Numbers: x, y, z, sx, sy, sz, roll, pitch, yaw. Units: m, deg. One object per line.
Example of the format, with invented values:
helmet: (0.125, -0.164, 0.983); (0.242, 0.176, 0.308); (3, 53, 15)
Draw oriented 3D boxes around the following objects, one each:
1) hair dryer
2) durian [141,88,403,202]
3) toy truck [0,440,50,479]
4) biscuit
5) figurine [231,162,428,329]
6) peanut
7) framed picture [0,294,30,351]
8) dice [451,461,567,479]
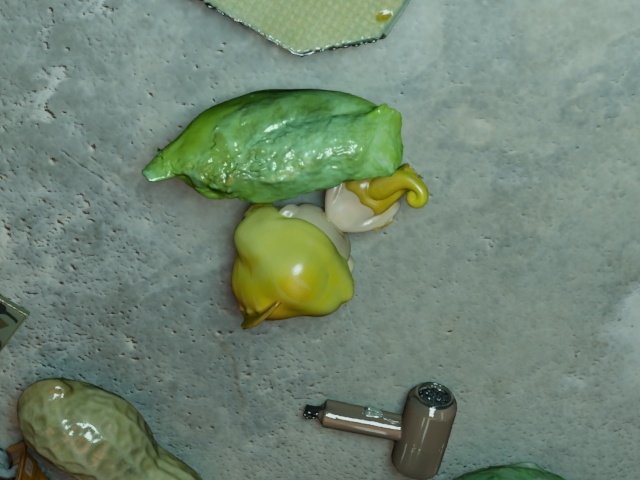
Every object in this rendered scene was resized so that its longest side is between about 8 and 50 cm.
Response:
hair dryer: (0.069, 0.221, 1.224); (0.181, 0.064, 0.117); (11, 119, 0)
durian: (-0.043, -0.096, 0.988); (0.250, 0.139, 0.101); (0, 107, 7)
toy truck: (-0.509, 0.427, 1.283); (0.387, 0.173, 0.207); (-23, 127, 10)
biscuit: (-0.035, -0.267, 0.940); (0.250, 0.046, 0.147); (27, 116, -14)
figurine: (0.000, 0.000, 1.063); (0.156, 0.131, 0.246); (41, 99, -16)
peanut: (-0.252, 0.276, 1.222); (0.136, 0.120, 0.298); (-32, 113, 12)
framed picture: (-0.457, 0.118, 1.191); (0.136, 0.010, 0.201); (34, 115, -19)
dice: (0.245, 0.492, 1.228); (0.318, 0.330, 0.322); (28, 116, -20)
